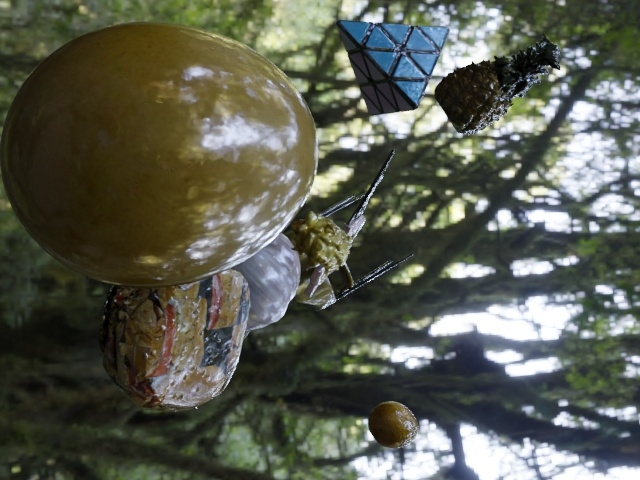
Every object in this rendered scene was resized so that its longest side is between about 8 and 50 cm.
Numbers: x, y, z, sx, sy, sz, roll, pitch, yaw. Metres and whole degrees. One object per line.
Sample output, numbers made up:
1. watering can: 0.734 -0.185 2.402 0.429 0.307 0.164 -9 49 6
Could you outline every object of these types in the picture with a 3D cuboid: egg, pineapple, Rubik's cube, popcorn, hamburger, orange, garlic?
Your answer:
1. egg: -0.144 -0.081 1.010 0.250 0.322 0.250 6 -81 46
2. pineapple: 0.270 -0.241 1.585 0.197 0.108 0.108 -31 -118 26
3. Rubik's cube: 0.134 -0.255 1.819 0.178 0.211 0.190 -108 -159 -46
4. popcorn: 0.000 0.000 1.259 0.083 0.082 0.057 38 -81 19
5. hamburger: -0.194 0.122 1.415 0.106 0.231 0.231 17 -73 36
6. orange: 0.118 0.301 1.716 0.085 0.085 0.085 4 -85 60
7. garlic: -0.154 0.075 1.751 0.257 0.207 0.207 120 -41 -56

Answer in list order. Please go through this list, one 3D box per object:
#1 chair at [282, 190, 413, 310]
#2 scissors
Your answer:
1. chair: 0.022 0.027 1.985 0.159 0.246 0.172 60 -13 -3
2. scissors: 0.057 -0.033 1.776 0.024 0.160 0.318 35 -51 7
